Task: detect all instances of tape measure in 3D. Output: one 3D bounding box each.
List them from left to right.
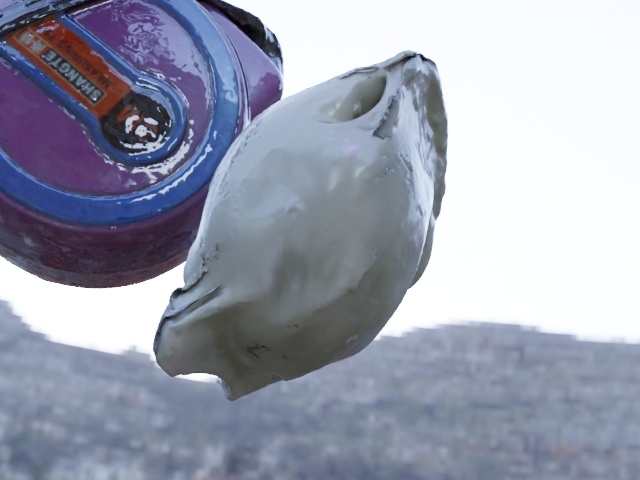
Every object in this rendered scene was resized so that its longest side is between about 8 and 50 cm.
[{"bbox_3d":[-0.150,-0.092,1.336,0.231,0.245,0.149,41,-21,6],"label":"tape measure"}]

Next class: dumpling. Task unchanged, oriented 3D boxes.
[{"bbox_3d":[0.000,0.000,0.943,0.118,0.199,0.136,41,-8,28],"label":"dumpling"}]
